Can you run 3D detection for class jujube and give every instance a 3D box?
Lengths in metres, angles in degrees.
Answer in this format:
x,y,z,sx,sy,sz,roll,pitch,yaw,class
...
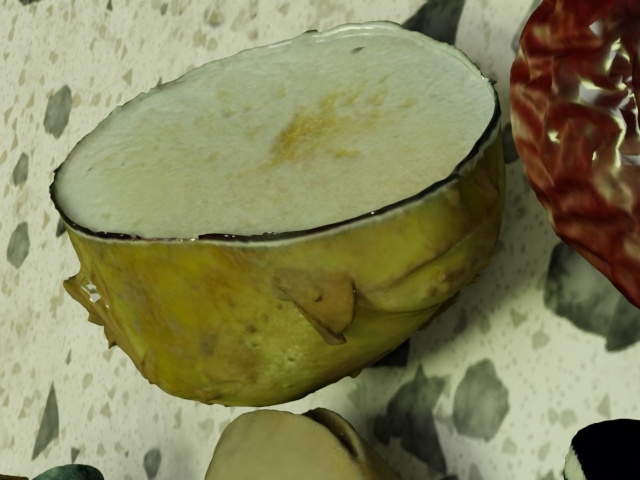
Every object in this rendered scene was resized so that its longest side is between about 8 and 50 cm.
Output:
x,y,z,sx,sy,sz,roll,pitch,yaw,class
0.253,-0.042,0.817,0.342,0.216,0.216,28,100,45,jujube

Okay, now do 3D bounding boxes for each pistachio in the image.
x,y,z,sx,sy,sz,roll,pitch,yaw,class
-0.003,0.183,1.117,0.223,0.126,0.152,-161,73,-63,pistachio

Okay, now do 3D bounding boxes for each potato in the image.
x,y,z,sx,sy,sz,roll,pitch,yaw,class
0.000,0.000,1.138,0.300,0.196,0.246,-3,40,30,potato

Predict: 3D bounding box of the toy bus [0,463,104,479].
x,y,z,sx,sy,sz,roll,pitch,yaw,class
-0.258,0.259,1.256,0.194,0.323,0.162,-40,50,40,toy bus

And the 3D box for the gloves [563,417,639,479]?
x,y,z,sx,sy,sz,roll,pitch,yaw,class
0.159,0.215,0.919,0.140,0.131,0.218,21,121,42,gloves
